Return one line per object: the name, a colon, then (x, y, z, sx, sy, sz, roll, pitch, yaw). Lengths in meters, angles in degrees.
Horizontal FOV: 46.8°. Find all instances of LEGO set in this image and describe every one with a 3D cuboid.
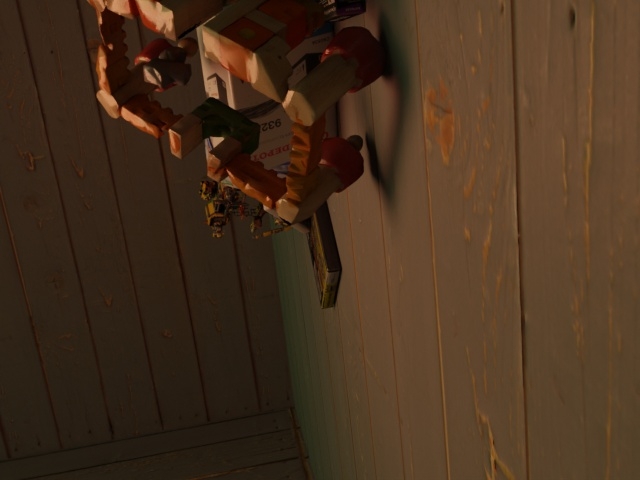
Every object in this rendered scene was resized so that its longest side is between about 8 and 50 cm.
LEGO set: (-0.182, -0.082, 2.171, 0.255, 0.331, 0.192, 118, 146, -43)

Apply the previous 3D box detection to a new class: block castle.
block castle: (-0.131, -0.264, 1.138, 0.453, 0.213, 0.303, 31, 145, 17)

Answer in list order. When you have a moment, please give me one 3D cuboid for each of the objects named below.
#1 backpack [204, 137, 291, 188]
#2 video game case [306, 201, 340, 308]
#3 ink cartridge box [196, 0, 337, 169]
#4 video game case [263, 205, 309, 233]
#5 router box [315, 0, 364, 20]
backpack: (-0.131, -0.234, 1.673, 0.213, 0.263, 0.276, 101, 160, -68)
video game case: (0.000, 0.000, 1.837, 0.248, 0.035, 0.274, 97, 164, -64)
ink cartridge box: (-0.094, -0.304, 1.392, 0.129, 0.223, 0.307, 40, 143, 45)
video game case: (-0.092, -0.123, 1.822, 0.190, 0.022, 0.173, 32, -137, -56)
router box: (0.022, -0.414, 1.155, 0.179, 0.046, 0.133, -126, 27, -74)
